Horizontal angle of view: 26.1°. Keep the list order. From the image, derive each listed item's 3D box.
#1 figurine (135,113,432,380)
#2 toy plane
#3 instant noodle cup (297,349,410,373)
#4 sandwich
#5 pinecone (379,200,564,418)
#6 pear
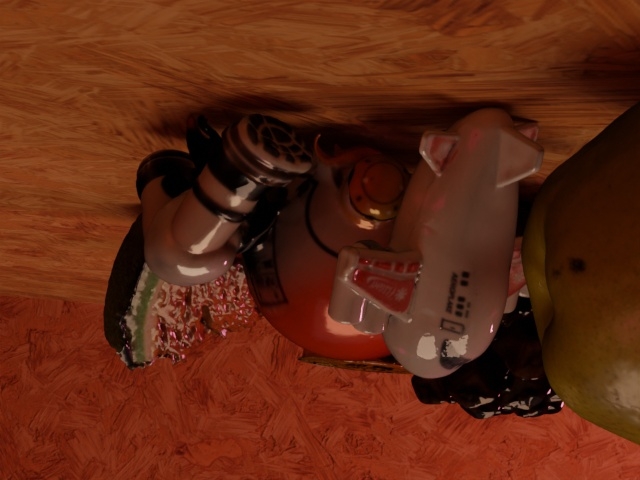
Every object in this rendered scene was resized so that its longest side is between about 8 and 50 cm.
[{"bbox_3d":[-0.003,0.004,1.306,0.323,0.196,0.320,21,166,-24],"label":"figurine"},{"bbox_3d":[0.116,0.006,1.151,0.252,0.252,0.118,13,-159,-42],"label":"toy plane"},{"bbox_3d":[0.077,0.124,2.229,0.215,0.172,0.216,6,172,1],"label":"instant noodle cup"},{"bbox_3d":[-0.151,0.044,1.942,0.301,0.250,0.162,-1,-142,-19],"label":"sandwich"},{"bbox_3d":[0.202,0.077,1.523,0.298,0.242,0.296,-7,165,34],"label":"pinecone"},{"bbox_3d":[0.288,0.018,0.945,0.294,0.294,0.294,6,172,1],"label":"pear"}]
